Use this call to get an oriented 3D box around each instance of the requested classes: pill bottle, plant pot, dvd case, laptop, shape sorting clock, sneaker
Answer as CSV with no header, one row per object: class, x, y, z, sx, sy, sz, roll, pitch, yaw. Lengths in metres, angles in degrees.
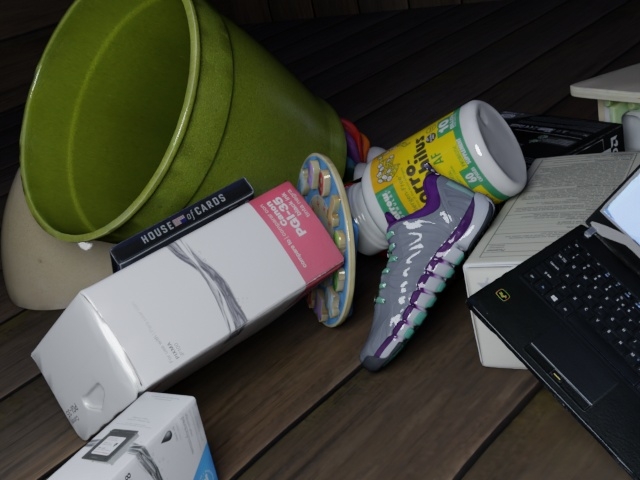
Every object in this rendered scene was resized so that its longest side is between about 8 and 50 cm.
pill bottle,0.122,-0.064,1.128,0.208,0.118,0.117,-29,11,31
plant pot,-0.160,-0.143,1.347,0.366,0.367,0.353,9,-5,44
dvd case,-0.170,0.021,1.204,0.179,0.030,0.239,-30,-14,-19
plant pot,-0.366,-0.043,1.490,0.284,0.191,0.284,-12,21,5
laptop,0.304,0.042,0.806,0.264,0.137,0.234,-28,64,-33
shape sorting clock,0.000,0.000,1.148,0.040,0.206,0.206,-9,20,-15
sneaker,0.089,0.029,1.042,0.224,0.098,0.083,-55,-8,-3

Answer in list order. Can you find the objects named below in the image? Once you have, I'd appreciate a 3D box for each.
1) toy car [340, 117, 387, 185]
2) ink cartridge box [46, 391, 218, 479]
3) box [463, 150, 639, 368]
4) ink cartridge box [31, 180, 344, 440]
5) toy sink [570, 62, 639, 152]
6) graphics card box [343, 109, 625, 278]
toy car,0.026,-0.121,1.534,0.159,0.136,0.182,-4,23,22
ink cartridge box,-0.166,0.221,0.825,0.060,0.104,0.180,1,26,30
box,0.275,0.012,1.072,0.148,0.121,0.311,-1,24,29
ink cartridge box,-0.143,0.074,1.049,0.283,0.117,0.207,-30,-6,-38
toy sink,0.500,-0.182,1.425,0.234,0.131,0.152,-20,21,-30
graphics card box,0.224,-0.078,1.369,0.371,0.094,0.232,-28,26,-31
